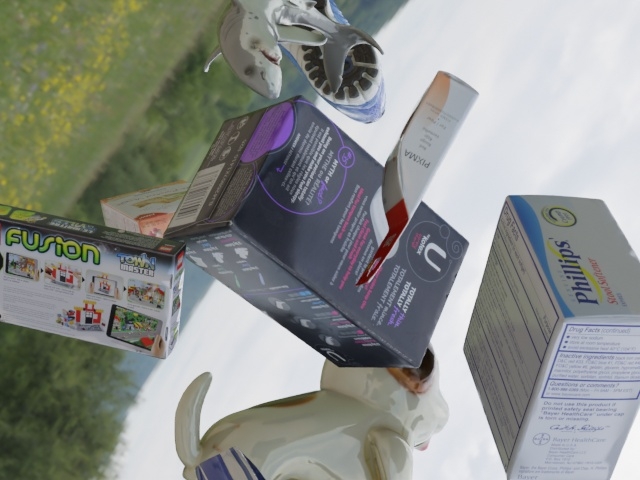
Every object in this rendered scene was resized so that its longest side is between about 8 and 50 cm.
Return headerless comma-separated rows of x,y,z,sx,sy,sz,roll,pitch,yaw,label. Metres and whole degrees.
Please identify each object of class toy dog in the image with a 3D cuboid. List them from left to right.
0.016,0.293,1.571,0.408,0.395,0.284,-41,177,-22,toy dog

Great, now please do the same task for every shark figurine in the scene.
-0.060,-0.202,1.065,0.116,0.166,0.278,-43,175,26,shark figurine

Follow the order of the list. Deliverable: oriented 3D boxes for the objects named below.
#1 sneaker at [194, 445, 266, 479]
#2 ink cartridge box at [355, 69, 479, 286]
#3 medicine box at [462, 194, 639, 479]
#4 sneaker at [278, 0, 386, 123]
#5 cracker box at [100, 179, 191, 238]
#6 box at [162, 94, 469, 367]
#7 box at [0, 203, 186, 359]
-0.085,0.364,0.995,0.182,0.316,0.127,-26,152,-2,sneaker
0.065,-0.048,0.911,0.179,0.045,0.145,-58,180,-4,ink cartridge box
0.313,0.129,1.401,0.263,0.149,0.289,-101,-163,-53,medicine box
-0.005,-0.293,1.591,0.129,0.330,0.147,-31,149,2,sneaker
-0.259,-0.041,1.764,0.155,0.067,0.232,-16,-163,-24,cracker box
0.000,0.000,1.115,0.143,0.270,0.165,-9,-132,54,box
-0.238,0.039,1.034,0.036,0.206,0.114,-59,160,-66,box
